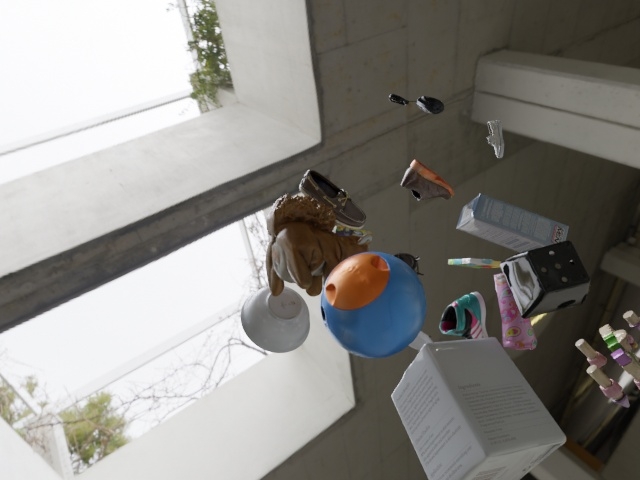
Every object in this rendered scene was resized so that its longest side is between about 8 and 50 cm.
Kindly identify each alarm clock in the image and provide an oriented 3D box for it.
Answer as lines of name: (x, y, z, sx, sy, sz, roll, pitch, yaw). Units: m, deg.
alarm clock: (0.294, 0.108, 1.667, 0.191, 0.129, 0.064, -13, -52, 9)

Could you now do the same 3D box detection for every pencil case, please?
pencil case: (0.705, 0.249, 1.554, 0.124, 0.124, 0.285, 13, -110, -44)

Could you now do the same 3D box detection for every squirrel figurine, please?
squirrel figurine: (0.000, 0.000, 1.564, 0.370, 0.398, 0.281, -7, -15, -30)

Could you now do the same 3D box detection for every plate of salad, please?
plate of salad: (0.465, 0.474, 2.108, 0.048, 0.199, 0.200, -53, -39, -32)

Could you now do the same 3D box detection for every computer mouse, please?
computer mouse: (0.364, -0.525, 1.658, 0.071, 0.242, 0.041, 31, -96, -51)

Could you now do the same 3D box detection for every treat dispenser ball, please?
treat dispenser ball: (0.143, 0.175, 1.181, 0.288, 0.288, 0.289, -21, -52, -30)

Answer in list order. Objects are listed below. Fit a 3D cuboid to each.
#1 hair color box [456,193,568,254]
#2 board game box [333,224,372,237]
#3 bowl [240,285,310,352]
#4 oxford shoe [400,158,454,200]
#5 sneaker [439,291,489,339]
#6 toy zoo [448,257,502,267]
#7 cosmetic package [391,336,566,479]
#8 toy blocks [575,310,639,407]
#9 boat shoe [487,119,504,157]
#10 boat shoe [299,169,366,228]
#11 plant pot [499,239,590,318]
hair color box: (0.781, -0.053, 1.772, 0.185, 0.374, 0.114, 107, -175, -77)
board game box: (0.130, -0.014, 1.953, 0.170, 0.141, 0.048, 11, -106, -11)
bowl: (-0.162, 0.288, 1.728, 0.297, 0.298, 0.134, -15, -29, -34)
oxford shoe: (0.472, -0.240, 1.909, 0.363, 0.130, 0.133, 20, -65, -46)
sneaker: (0.567, 0.364, 1.702, 0.178, 0.124, 0.296, -11, -84, -13)
toy zoo: (0.850, 0.124, 2.340, 0.192, 0.293, 0.030, 7, -96, -10)
cosmetic package: (0.505, 0.590, 1.459, 0.327, 0.394, 0.330, 1, -50, -23)
toy blocks: (1.222, 0.473, 1.656, 0.309, 0.260, 0.288, -45, -4, 25)
boat shoe: (0.428, -0.249, 1.058, 0.035, 0.035, 0.100, 52, -144, -77)
boat shoe: (0.060, -0.172, 1.786, 0.116, 0.324, 0.097, -47, -9, -40)
plant pot: (0.661, 0.098, 1.246, 0.187, 0.188, 0.167, -15, -24, 3)
